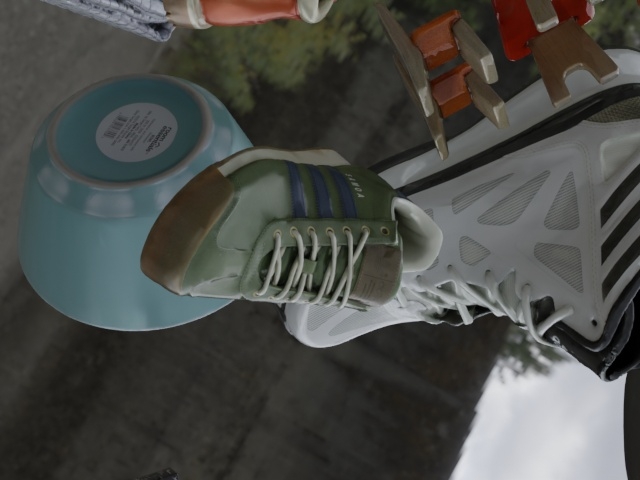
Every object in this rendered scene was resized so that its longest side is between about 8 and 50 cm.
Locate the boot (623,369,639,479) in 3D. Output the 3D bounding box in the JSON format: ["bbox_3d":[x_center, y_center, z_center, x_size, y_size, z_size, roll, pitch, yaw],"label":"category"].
[{"bbox_3d":[0.356,0.105,1.244,0.112,0.115,0.305,117,-12,-67],"label":"boot"}]

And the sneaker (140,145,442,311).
[{"bbox_3d":[0.000,0.000,0.629,0.192,0.086,0.064,-21,139,-64],"label":"sneaker"}]

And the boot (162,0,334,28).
[{"bbox_3d":[-0.019,-0.142,0.694,0.158,0.085,0.059,-62,152,-64],"label":"boot"}]

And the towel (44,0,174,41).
[{"bbox_3d":[-0.269,-0.296,1.239,0.284,0.235,0.121,13,99,-65],"label":"towel"}]

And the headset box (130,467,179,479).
[{"bbox_3d":[-0.181,0.275,1.336,0.083,0.062,0.032,-16,-171,-20],"label":"headset box"}]

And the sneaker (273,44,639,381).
[{"bbox_3d":[0.153,0.038,1.208,0.447,0.169,0.257,-34,-125,25],"label":"sneaker"}]

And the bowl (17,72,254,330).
[{"bbox_3d":[-0.202,-0.069,1.469,0.163,0.312,0.311,84,27,-50],"label":"bowl"}]

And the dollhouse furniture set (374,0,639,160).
[{"bbox_3d":[0.163,-0.219,1.002,0.262,0.135,0.259,-27,152,2],"label":"dollhouse furniture set"}]
